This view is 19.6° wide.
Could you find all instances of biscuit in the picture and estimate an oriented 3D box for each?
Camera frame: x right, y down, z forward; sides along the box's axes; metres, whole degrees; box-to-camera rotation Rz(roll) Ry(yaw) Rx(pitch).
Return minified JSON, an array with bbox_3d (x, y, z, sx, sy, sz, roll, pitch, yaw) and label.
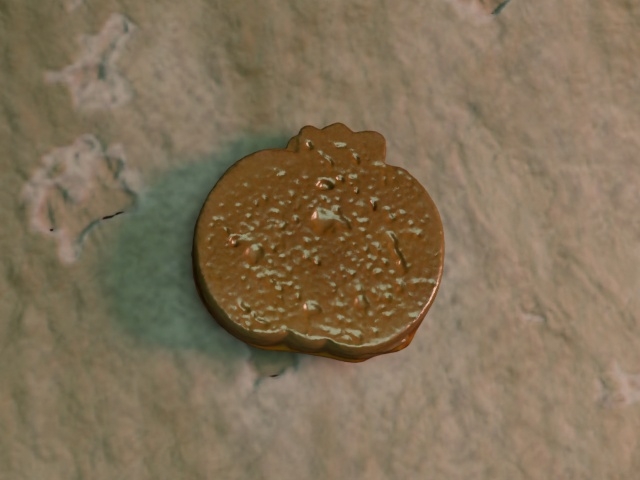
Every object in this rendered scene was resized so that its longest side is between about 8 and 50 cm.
[{"bbox_3d":[-0.001,0.002,1.240,0.170,0.050,0.170,2,70,-7],"label":"biscuit"}]
